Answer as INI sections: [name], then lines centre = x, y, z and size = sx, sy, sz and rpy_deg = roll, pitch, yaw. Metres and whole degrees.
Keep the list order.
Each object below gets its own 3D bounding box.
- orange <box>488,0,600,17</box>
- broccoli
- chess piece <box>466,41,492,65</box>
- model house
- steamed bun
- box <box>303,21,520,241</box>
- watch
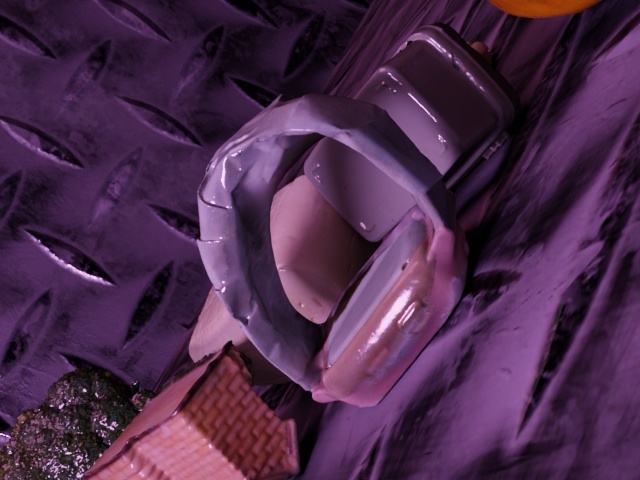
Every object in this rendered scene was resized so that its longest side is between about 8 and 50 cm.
[orange]
centre = 0.236, -0.327, 0.996
size = 0.249, 0.183, 0.248
rpy_deg = -168, 90, -82
[broccoli]
centre = -0.325, 0.340, 1.635
size = 0.304, 0.321, 0.283
rpy_deg = -48, -21, 5
[chess piece]
centre = 0.176, -0.192, 1.280
size = 0.060, 0.060, 0.172
rpy_deg = -53, 8, 32
[model house]
centre = -0.108, 0.227, 1.122
size = 0.183, 0.172, 0.166
rpy_deg = -38, 7, 43
[steamed bun]
centre = -0.029, 0.061, 1.222
size = 0.250, 0.155, 0.200
rpy_deg = -49, 16, 42
[box]
centre = 0.091, -0.107, 1.111
size = 0.129, 0.148, 0.210
rpy_deg = -40, -6, -43
[watch]
centre = 0.000, 0.000, 0.976
size = 0.253, 0.241, 0.161
rpy_deg = -55, 11, 23
